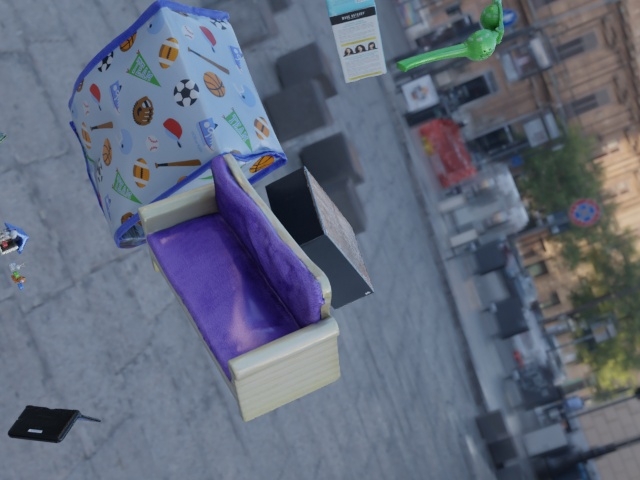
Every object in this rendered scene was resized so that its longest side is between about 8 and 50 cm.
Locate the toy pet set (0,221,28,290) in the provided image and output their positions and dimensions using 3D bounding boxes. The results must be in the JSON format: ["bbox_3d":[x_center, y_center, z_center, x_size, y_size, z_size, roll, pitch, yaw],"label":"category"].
[{"bbox_3d":[-0.628,0.019,1.938,0.114,0.065,0.122,36,-37,45],"label":"toy pet set"}]

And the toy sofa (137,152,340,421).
[{"bbox_3d":[-0.120,0.049,1.273,0.362,0.150,0.177,51,-24,43],"label":"toy sofa"}]

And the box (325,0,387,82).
[{"bbox_3d":[0.080,-0.448,2.048,0.244,0.100,0.060,70,8,-63],"label":"box"}]

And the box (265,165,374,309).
[{"bbox_3d":[0.000,0.000,1.930,0.261,0.103,0.184,50,16,-51],"label":"box"}]

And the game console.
[{"bbox_3d":[-0.485,0.341,1.703,0.107,0.122,0.071,-63,144,-46],"label":"game console"}]

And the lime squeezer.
[{"bbox_3d":[0.255,-0.356,1.545,0.310,0.110,0.059,-52,147,-25],"label":"lime squeezer"}]

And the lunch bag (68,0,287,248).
[{"bbox_3d":[-0.295,-0.202,1.741,0.239,0.385,0.328,-4,67,-55],"label":"lunch bag"}]

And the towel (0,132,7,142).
[{"bbox_3d":[-0.652,-0.195,1.810,0.060,0.083,0.009,-49,139,-30],"label":"towel"}]
